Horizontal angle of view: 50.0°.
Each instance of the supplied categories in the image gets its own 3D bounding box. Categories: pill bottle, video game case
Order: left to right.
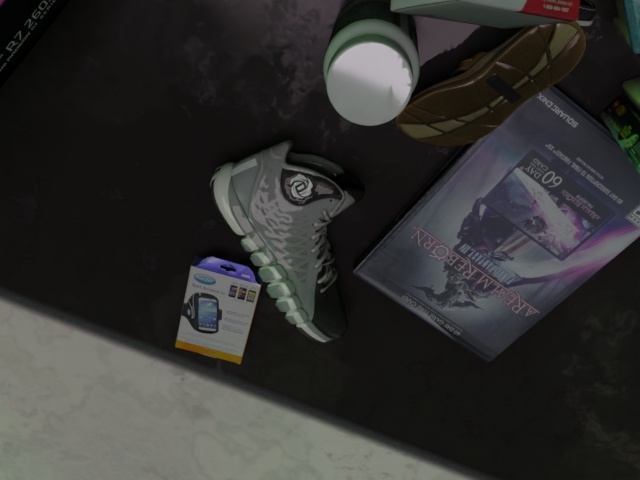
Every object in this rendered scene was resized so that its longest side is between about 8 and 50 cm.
[{"bbox_3d":[0.043,-0.150,0.567,0.078,0.137,0.078,3,121,5],"label":"pill bottle"},{"bbox_3d":[0.192,-0.009,0.701,0.196,0.026,0.274,34,118,-13],"label":"video game case"}]

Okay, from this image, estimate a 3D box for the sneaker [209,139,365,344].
[{"bbox_3d":[0.000,0.000,0.694,0.132,0.086,0.229,-27,113,18],"label":"sneaker"}]

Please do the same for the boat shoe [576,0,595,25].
[{"bbox_3d":[0.175,-0.218,0.567,0.125,0.046,0.038,26,125,1],"label":"boat shoe"}]

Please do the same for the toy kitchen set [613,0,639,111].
[{"bbox_3d":[0.347,-0.175,0.526,0.207,0.122,0.166,-16,118,15],"label":"toy kitchen set"}]

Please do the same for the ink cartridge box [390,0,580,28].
[{"bbox_3d":[0.122,-0.246,0.477,0.127,0.072,0.175,-5,102,-34],"label":"ink cartridge box"}]

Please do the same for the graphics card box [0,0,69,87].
[{"bbox_3d":[-0.345,-0.189,0.509,0.233,0.094,0.371,40,90,-3],"label":"graphics card box"}]

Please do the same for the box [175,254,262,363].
[{"bbox_3d":[-0.114,0.074,0.783,0.081,0.028,0.136,16,119,-3],"label":"box"}]

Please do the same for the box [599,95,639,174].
[{"bbox_3d":[0.298,-0.066,0.588,0.094,0.137,0.027,33,119,-14],"label":"box"}]

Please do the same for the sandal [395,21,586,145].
[{"bbox_3d":[0.148,-0.142,0.608,0.072,0.049,0.180,35,132,-27],"label":"sandal"}]
